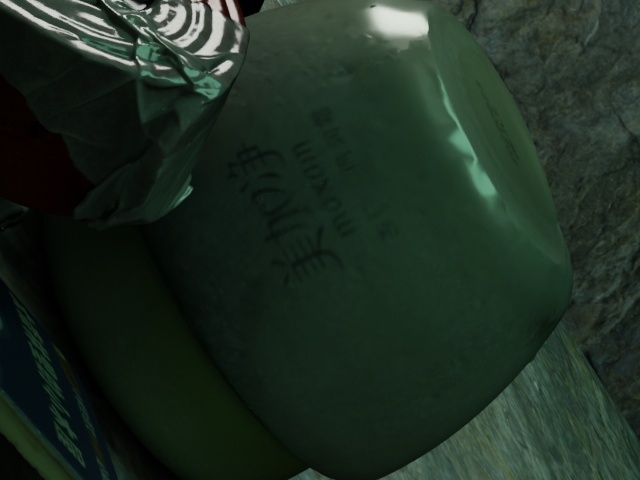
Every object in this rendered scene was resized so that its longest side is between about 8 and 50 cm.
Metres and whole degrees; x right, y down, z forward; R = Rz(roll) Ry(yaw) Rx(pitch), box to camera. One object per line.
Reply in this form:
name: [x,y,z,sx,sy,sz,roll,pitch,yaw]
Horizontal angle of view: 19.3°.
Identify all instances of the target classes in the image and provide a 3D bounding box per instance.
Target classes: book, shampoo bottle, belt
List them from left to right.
book: [-0.210,0.008,0.998,0.322,0.018,0.228,53,1,-29]
belt: [-0.171,-0.141,1.094,0.324,0.115,0.227,44,34,24]
shampoo bottle: [0.000,0.000,1.276,0.322,0.317,0.322,58,9,-15]

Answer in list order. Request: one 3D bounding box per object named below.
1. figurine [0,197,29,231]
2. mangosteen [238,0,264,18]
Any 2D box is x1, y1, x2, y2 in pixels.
figurine: [-0.216,-0.057,1.175,0.106,0.047,0.060,62,20,3]
mangosteen: [-0.171,-0.244,1.341,0.302,0.275,0.275,6,53,-58]
